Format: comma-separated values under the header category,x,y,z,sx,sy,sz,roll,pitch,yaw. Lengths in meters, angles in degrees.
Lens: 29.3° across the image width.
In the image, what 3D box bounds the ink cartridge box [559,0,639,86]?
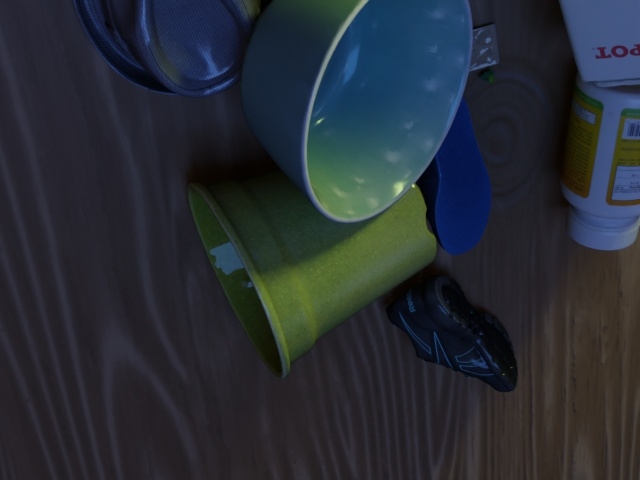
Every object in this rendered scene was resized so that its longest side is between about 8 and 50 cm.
category,x,y,z,sx,sy,sz,roll,pitch,yaw
ink cartridge box,0.410,-0.392,1.406,0.285,0.166,0.395,0,131,30

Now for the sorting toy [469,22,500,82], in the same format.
category,x,y,z,sx,sy,sz,roll,pitch,yaw
sorting toy,0.207,-0.241,1.613,0.062,0.012,0.083,-18,121,-9

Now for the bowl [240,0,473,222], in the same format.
category,x,y,z,sx,sy,sz,roll,pitch,yaw
bowl,0.023,-0.192,1.429,0.311,0.163,0.311,-35,139,-37

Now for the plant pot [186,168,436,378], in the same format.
category,x,y,z,sx,sy,sz,roll,pitch,yaw
plant pot,0.000,0.000,1.583,0.254,0.276,0.276,-26,126,-12

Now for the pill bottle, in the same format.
category,x,y,z,sx,sy,sz,roll,pitch,yaw
pill bottle,0.402,-0.116,1.671,0.136,0.136,0.246,-6,123,-12

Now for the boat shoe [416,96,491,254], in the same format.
category,x,y,z,sx,sy,sz,roll,pitch,yaw
boat shoe,0.172,-0.107,1.649,0.109,0.089,0.258,-18,120,-20

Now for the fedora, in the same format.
category,x,y,z,sx,sy,sz,roll,pitch,yaw
fedora,-0.160,-0.275,1.424,0.243,0.124,0.275,-20,125,-3

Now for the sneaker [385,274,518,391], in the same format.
category,x,y,z,sx,sy,sz,roll,pitch,yaw
sneaker,0.203,0.146,1.827,0.106,0.101,0.267,-24,129,28
